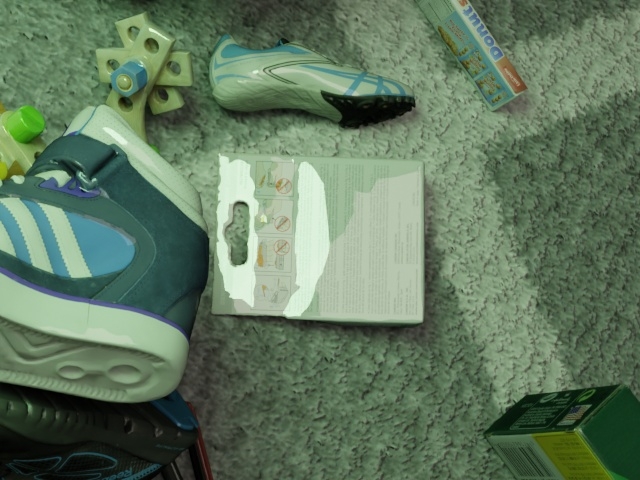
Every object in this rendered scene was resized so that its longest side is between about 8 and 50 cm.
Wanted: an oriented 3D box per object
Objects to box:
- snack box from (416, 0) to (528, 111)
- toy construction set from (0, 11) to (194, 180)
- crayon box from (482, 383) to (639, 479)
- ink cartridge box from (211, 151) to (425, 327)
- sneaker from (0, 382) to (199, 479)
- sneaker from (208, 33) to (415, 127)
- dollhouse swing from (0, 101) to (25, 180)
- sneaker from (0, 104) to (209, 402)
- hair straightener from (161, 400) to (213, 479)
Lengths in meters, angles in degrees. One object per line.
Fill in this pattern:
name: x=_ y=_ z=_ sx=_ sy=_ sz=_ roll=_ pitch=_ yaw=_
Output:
snack box: x=0.166 y=-0.233 z=1.394 sx=0.022 sy=0.064 sz=0.178 roll=-36 pitch=93 yaw=-22
toy construction set: x=-0.230 y=-0.074 z=1.152 sx=0.215 sy=0.151 sz=0.328 roll=53 pitch=45 yaw=-10
crayon box: x=0.331 y=0.302 z=1.277 sx=0.081 sy=0.202 sz=0.319 roll=-38 pitch=94 yaw=-22
ink cartridge box: x=0.000 y=0.000 z=1.310 sx=0.224 sy=0.056 sz=0.181 roll=2 pitch=79 yaw=0
sneaker: x=-0.252 y=0.167 z=1.042 sx=0.140 sy=0.125 sz=0.340 roll=-51 pitch=137 yaw=10
sneaker: x=-0.005 y=-0.175 z=1.315 sx=0.237 sy=0.085 sz=0.086 roll=6 pitch=70 yaw=-22
dollhouse swing: x=-0.475 y=-0.020 z=1.130 sx=0.315 sy=0.305 sz=0.347 roll=-31 pitch=91 yaw=19
sneaker: x=-0.240 y=-0.018 z=0.949 sx=0.322 sy=0.130 sz=0.236 roll=18 pitch=49 yaw=-20
hair straightener: x=-0.140 y=0.280 z=1.203 sx=0.089 sy=0.047 sz=0.231 roll=-14 pitch=89 yaw=-21
